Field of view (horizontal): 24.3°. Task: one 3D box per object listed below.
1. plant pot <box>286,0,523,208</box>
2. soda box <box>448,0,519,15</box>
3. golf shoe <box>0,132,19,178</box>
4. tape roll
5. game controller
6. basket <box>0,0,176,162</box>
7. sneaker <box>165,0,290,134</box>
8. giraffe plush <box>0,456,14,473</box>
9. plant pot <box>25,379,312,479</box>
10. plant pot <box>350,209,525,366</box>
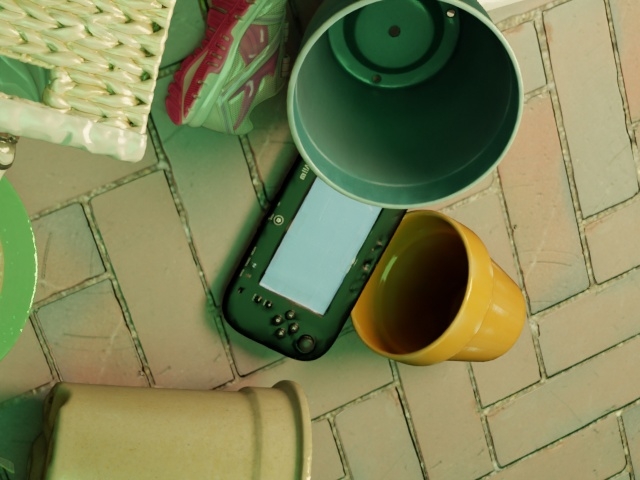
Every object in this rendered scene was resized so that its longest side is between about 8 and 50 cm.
[{"bbox_3d":[0.095,-0.218,1.802,0.271,0.255,0.272,0,120,-1],"label":"plant pot"},{"bbox_3d":[0.260,-0.358,1.954,0.216,0.074,0.069,-19,115,-17],"label":"soda box"},{"bbox_3d":[-0.430,-0.119,1.651,0.186,0.067,0.086,18,95,-16],"label":"golf shoe"},{"bbox_3d":[-0.488,0.030,1.697,0.321,0.077,0.321,2,86,-26],"label":"tape roll"},{"bbox_3d":[0.000,0.000,1.966,0.166,0.067,0.319,26,96,-25],"label":"game controller"},{"bbox_3d":[-0.349,-0.266,1.579,0.328,0.331,0.266,14,96,-28],"label":"basket"},{"bbox_3d":[-0.087,-0.239,1.835,0.111,0.103,0.252,24,104,-33],"label":"sneaker"},{"bbox_3d":[-0.506,0.288,1.796,0.210,0.181,0.170,37,103,-15],"label":"giraffe plush"},{"bbox_3d":[-0.209,0.314,1.871,0.305,0.334,0.334,12,103,-16],"label":"plant pot"},{"bbox_3d":[0.175,0.082,2.018,0.188,0.205,0.205,23,98,-45],"label":"plant pot"}]
